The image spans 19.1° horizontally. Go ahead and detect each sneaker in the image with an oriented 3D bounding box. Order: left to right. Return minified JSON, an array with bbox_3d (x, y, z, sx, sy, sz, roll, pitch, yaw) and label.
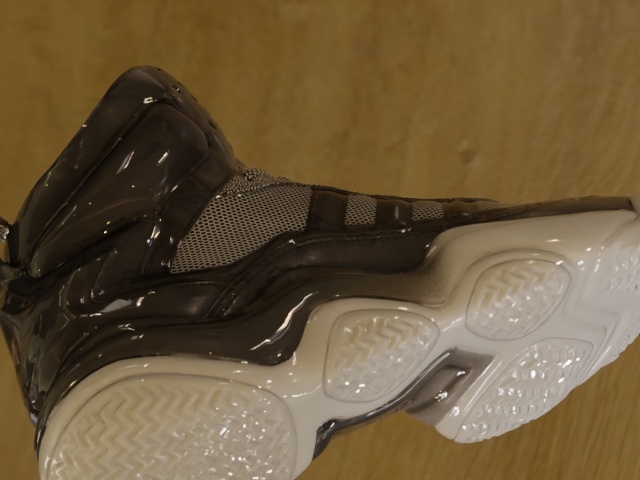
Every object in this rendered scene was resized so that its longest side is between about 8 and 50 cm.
[{"bbox_3d":[0.000,0.000,0.682,0.153,0.268,0.101,53,144,31],"label":"sneaker"}]
